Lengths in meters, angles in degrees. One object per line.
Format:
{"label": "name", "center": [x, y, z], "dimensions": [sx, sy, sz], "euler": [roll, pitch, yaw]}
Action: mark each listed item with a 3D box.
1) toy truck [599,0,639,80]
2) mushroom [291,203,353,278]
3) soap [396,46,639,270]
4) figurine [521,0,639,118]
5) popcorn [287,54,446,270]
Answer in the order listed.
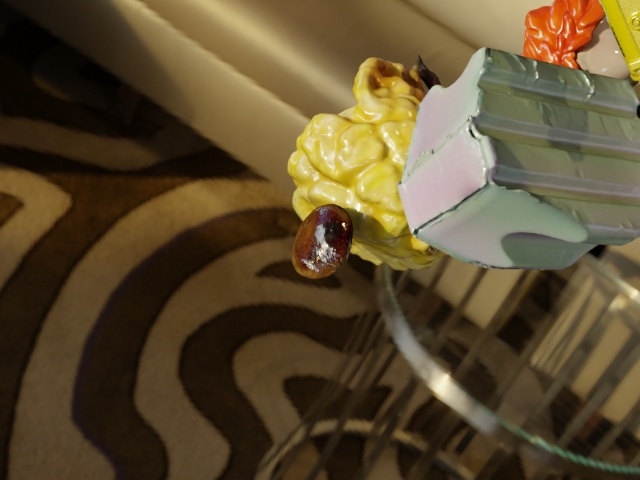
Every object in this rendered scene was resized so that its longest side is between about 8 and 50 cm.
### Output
{"label": "toy truck", "center": [0.379, -0.310, 1.455], "dimensions": [0.227, 0.098, 0.114], "euler": [63, 31, -14]}
{"label": "mushroom", "center": [0.000, 0.000, 1.872], "dimensions": [0.052, 0.123, 0.123], "euler": [29, 27, -37]}
{"label": "soap", "center": [0.286, -0.099, 1.602], "dimensions": [0.446, 0.156, 0.261], "euler": [2, 67, -47]}
{"label": "figurine", "center": [0.490, -0.219, 1.950], "dimensions": [0.412, 0.306, 0.241], "euler": [37, 25, 25]}
{"label": "popcorn", "center": [0.125, -0.132, 2.042], "dimensions": [0.349, 0.349, 0.382], "euler": [25, 74, -5]}
